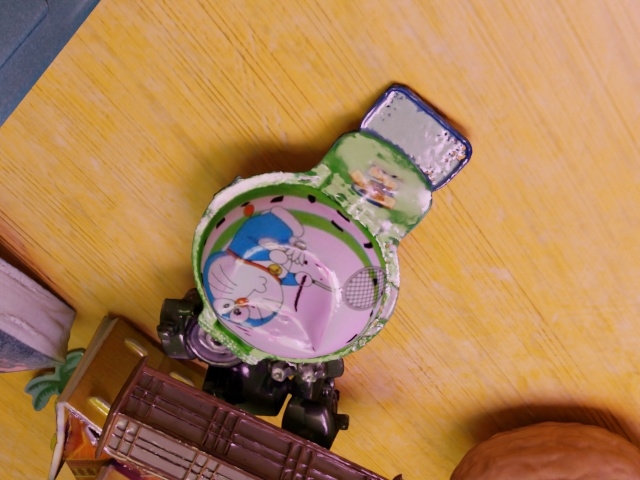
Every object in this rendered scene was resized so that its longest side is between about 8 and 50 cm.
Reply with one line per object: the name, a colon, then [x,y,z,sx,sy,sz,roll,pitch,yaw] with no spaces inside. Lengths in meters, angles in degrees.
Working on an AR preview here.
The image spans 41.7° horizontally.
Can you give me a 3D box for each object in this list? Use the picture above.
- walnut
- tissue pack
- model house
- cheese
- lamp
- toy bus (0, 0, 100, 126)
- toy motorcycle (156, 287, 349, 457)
walnut: [0.265,0.314,0.942,0.261,0.225,0.225,-20,125,28]
tissue pack: [-0.494,0.090,1.018,0.316,0.103,0.228,-7,148,21]
model house: [-0.292,0.289,1.067,0.340,0.300,0.323,-6,124,20]
cheese: [0.000,0.000,0.771,0.204,0.083,0.320,39,118,-7]
lamp: [-0.070,0.242,0.897,0.325,0.089,0.090,26,127,-4]
toy bus: [-0.253,-0.164,0.595,0.147,0.256,0.128,-15,128,29]
toy motorcycle: [-0.068,0.157,0.959,0.205,0.127,0.275,3,132,13]
